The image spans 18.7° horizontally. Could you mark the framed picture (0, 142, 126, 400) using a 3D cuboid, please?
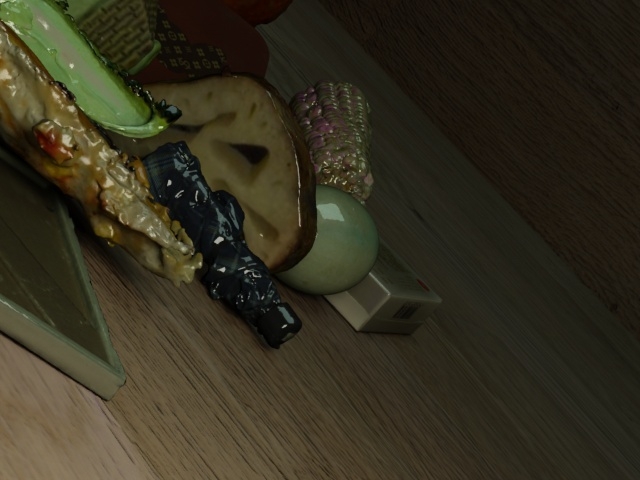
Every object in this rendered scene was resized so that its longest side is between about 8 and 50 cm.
[{"bbox_3d":[-0.268,-0.032,1.447,0.247,0.022,0.335,37,12,-29],"label":"framed picture"}]

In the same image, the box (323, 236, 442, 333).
[{"bbox_3d":[0.046,0.038,2.173,0.141,0.058,0.201,45,12,16],"label":"box"}]

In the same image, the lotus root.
[{"bbox_3d":[-0.098,-0.081,1.884,0.261,0.170,0.074,54,17,11],"label":"lotus root"}]

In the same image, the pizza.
[{"bbox_3d":[-0.206,-0.076,1.609,0.297,0.071,0.189,45,-2,-3],"label":"pizza"}]

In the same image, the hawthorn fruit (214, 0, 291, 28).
[{"bbox_3d":[-0.167,-0.368,2.443,0.300,0.275,0.275,46,11,7],"label":"hawthorn fruit"}]

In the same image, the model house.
[{"bbox_3d":[-0.238,-0.257,1.998,0.189,0.195,0.214,52,6,-2],"label":"model house"}]

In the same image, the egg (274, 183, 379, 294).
[{"bbox_3d":[0.000,0.000,2.007,0.152,0.114,0.114,19,25,-50],"label":"egg"}]

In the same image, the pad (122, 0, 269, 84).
[{"bbox_3d":[-0.141,-0.196,2.224,0.181,0.004,0.267,39,39,-24],"label":"pad"}]

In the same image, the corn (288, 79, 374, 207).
[{"bbox_3d":[0.011,-0.119,2.492,0.126,0.126,0.335,40,13,-12],"label":"corn"}]

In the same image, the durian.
[{"bbox_3d":[-0.289,-0.197,1.745,0.375,0.132,0.106,35,-30,-24],"label":"durian"}]

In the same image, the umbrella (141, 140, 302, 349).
[{"bbox_3d":[-0.091,0.007,1.798,0.224,0.080,0.071,50,-11,22],"label":"umbrella"}]
